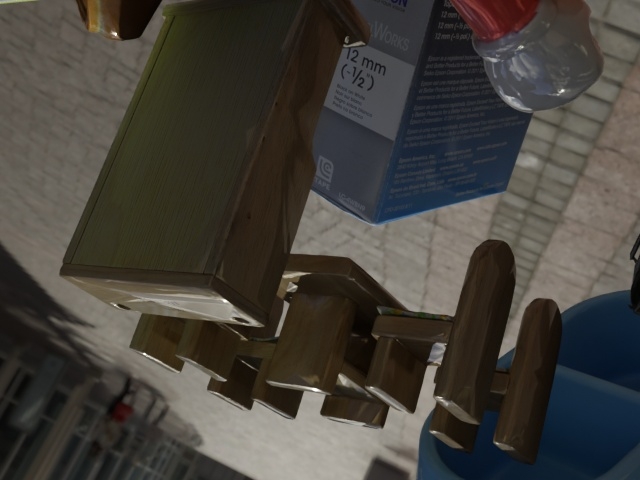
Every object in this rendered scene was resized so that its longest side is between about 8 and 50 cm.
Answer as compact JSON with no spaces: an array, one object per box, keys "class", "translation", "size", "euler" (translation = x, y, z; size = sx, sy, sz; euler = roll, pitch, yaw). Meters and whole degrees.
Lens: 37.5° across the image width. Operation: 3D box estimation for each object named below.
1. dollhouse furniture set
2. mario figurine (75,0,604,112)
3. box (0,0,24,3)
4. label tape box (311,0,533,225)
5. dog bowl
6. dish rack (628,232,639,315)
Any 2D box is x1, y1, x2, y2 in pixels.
[{"class":"dollhouse furniture set","translation":[0.000,0.000,0.527],"size":[0.212,0.161,0.242],"euler":[3,155,35]},{"class":"mario figurine","translation":[0.035,-0.166,0.468],"size":[0.320,0.198,0.170],"euler":[-8,-159,-14]},{"class":"box","translation":[-0.177,-0.153,0.447],"size":[0.109,0.178,0.042],"euler":[47,137,30]},{"class":"label tape box","translation":[0.136,-0.206,0.965],"size":[0.115,0.347,0.249],"euler":[31,-151,35]},{"class":"dog bowl","translation":[0.183,0.122,0.629],"size":[0.166,0.297,0.074],"euler":[17,126,48]},{"class":"dish rack","translation":[0.329,-0.015,0.589],"size":[0.271,0.074,0.208],"euler":[11,123,-15]}]
